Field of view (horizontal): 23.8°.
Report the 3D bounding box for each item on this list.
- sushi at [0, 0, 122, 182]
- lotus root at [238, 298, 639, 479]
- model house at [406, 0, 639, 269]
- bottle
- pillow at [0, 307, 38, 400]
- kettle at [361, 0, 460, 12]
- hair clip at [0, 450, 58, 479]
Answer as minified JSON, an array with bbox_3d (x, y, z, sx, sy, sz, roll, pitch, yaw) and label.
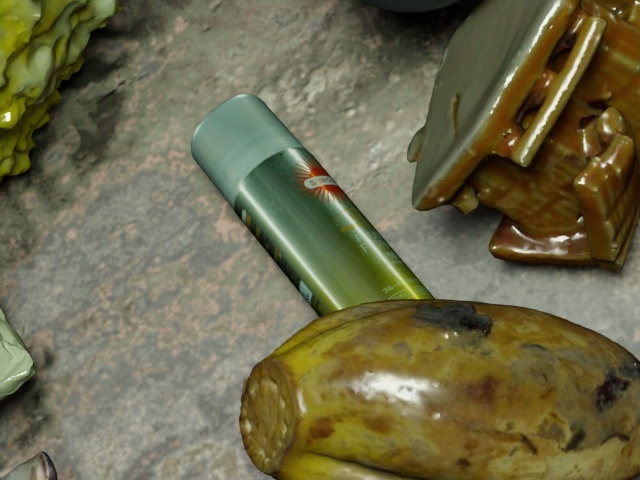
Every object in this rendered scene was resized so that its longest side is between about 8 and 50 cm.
[{"bbox_3d":[-0.360,-0.227,1.250,0.351,0.396,0.240,24,76,14],"label":"sushi"},{"bbox_3d":[0.092,0.125,1.057,0.291,0.193,0.193,9,68,-16],"label":"lotus root"},{"bbox_3d":[0.213,-0.097,1.160,0.229,0.219,0.199,23,55,-20],"label":"model house"},{"bbox_3d":[0.000,0.000,1.233,0.082,0.082,0.286,-39,64,-3],"label":"bottle"},{"bbox_3d":[-0.403,0.092,1.285,0.274,0.076,0.280,-34,52,-3],"label":"pillow"},{"bbox_3d":[0.099,-0.322,1.237,0.207,0.268,0.290,53,44,-9],"label":"kettle"},{"bbox_3d":[-0.321,0.252,1.220,0.300,0.069,0.173,-24,59,17],"label":"hair clip"}]
